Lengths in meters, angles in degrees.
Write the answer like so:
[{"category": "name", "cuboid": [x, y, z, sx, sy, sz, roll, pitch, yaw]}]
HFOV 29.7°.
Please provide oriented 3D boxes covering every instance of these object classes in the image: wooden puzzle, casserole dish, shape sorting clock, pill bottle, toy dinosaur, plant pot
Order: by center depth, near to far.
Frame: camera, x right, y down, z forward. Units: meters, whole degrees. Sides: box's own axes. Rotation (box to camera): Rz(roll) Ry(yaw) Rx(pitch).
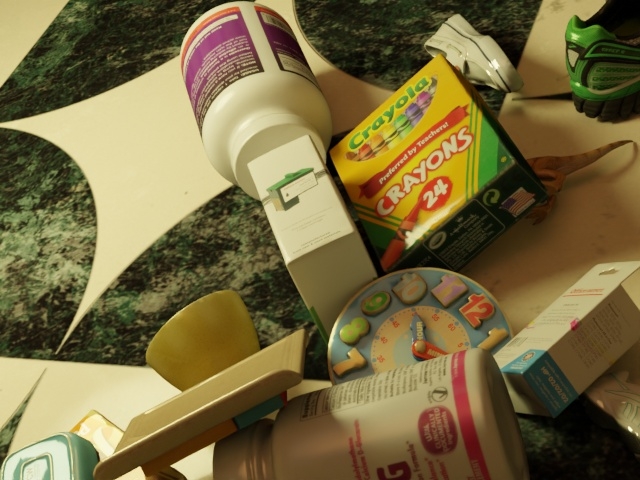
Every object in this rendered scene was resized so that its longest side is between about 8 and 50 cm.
[{"category": "pill bottle", "cuboid": [0.049, 0.216, 1.183, 0.283, 0.160, 0.160, -17, 40, 15]}, {"category": "wooden puzzle", "cuboid": [-0.110, 0.173, 1.238, 0.221, 0.044, 0.239, -28, 2, 5]}, {"category": "casserole dish", "cuboid": [-0.290, 0.271, 1.267, 0.114, 0.037, 0.188, -23, 38, 3]}, {"category": "shape sorting clock", "cuboid": [0.109, 0.122, 1.314, 0.206, 0.040, 0.206, -4, 60, 6]}, {"category": "plant pot", "cuboid": [-0.122, 0.138, 1.407, 0.134, 0.134, 0.095, -35, 67, -11]}, {"category": "toy dinosaur", "cuboid": [0.279, -0.084, 1.474, 0.211, 0.064, 0.112, -13, 40, 15]}, {"category": "pill bottle", "cuboid": [-0.090, -0.193, 1.699, 0.181, 0.181, 0.323, -24, 39, 2]}]

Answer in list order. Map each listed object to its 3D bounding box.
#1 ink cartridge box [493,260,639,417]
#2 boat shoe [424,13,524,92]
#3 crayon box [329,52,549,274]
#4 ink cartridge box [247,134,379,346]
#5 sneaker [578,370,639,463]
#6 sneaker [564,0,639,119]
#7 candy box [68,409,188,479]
[{"category": "ink cartridge box", "cuboid": [0.264, 0.100, 1.243, 0.181, 0.061, 0.104, -39, 8, -15]}, {"category": "boat shoe", "cuboid": [0.212, -0.245, 1.689, 0.076, 0.083, 0.226, -37, 27, 5]}, {"category": "crayon box", "cuboid": [0.130, -0.099, 1.509, 0.202, 0.081, 0.318, -42, 36, 14]}, {"category": "ink cartridge box", "cuboid": [0.000, 0.000, 1.454, 0.092, 0.160, 0.219, -25, 38, 1]}, {"category": "sneaker", "cuboid": [0.315, 0.174, 1.175, 0.061, 0.054, 0.152, -30, 39, -10]}, {"category": "sneaker", "cuboid": [0.463, -0.296, 1.544, 0.343, 0.146, 0.134, -34, 40, -11]}, {"category": "candy box", "cuboid": [-0.291, 0.346, 1.282, 0.316, 0.087, 0.183, -44, 42, -22]}]
